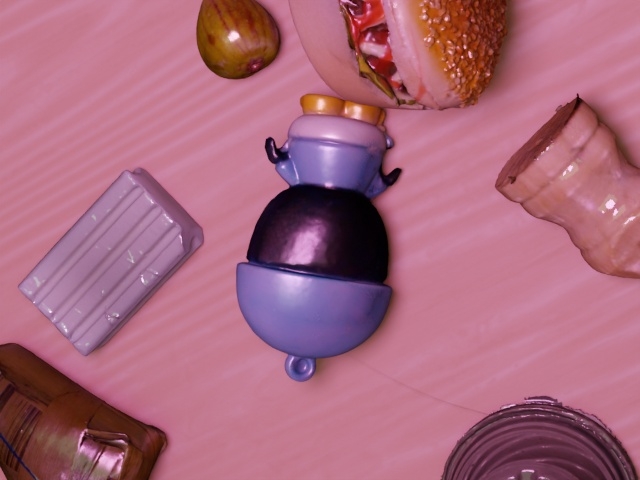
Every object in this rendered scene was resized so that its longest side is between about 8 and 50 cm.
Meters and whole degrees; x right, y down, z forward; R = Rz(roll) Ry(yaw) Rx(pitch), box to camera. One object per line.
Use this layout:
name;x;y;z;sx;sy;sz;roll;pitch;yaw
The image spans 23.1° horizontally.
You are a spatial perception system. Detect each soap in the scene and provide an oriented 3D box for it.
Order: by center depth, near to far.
soap;-0.242;0.024;1.815;0.119;0.066;0.198;46;105;3

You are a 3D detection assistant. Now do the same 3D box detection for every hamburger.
hamburger;0.093;-0.267;1.587;0.170;0.302;0.302;-4;97;31

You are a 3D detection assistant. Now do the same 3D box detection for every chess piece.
chess piece;0.337;-0.011;1.660;0.301;0.137;0.137;40;104;-6

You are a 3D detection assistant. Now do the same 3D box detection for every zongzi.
zongzi;-0.344;0.294;1.853;0.260;0.123;0.289;29;107;13

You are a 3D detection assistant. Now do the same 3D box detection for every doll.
doll;0.000;0.000;1.721;0.177;0.141;0.314;10;88;-18

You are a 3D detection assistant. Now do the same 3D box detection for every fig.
fig;-0.117;-0.255;1.737;0.093;0.093;0.166;-38;89;15

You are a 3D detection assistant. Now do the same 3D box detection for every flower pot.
flower pot;0.235;0.300;1.704;0.235;0.140;0.235;1;97;11
